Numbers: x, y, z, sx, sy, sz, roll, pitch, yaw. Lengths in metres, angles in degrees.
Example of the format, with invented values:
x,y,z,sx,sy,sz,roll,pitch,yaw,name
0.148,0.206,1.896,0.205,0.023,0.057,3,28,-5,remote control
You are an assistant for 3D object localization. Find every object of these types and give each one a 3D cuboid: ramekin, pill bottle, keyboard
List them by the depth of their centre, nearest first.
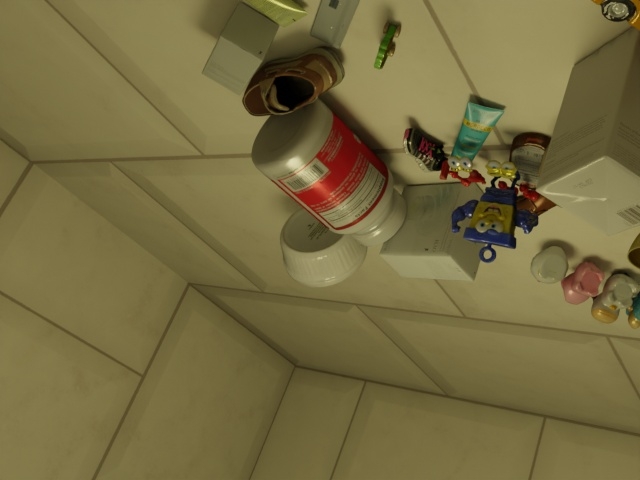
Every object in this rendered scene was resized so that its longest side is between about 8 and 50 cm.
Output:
x,y,z,sx,sy,sz,roll,pitch,yaw,name
0.037,-0.473,1.461,0.072,0.014,0.256,29,157,-2,keyboard
0.038,-0.161,1.859,0.229,0.229,0.408,-3,146,46,pill bottle
0.000,0.000,2.223,0.273,0.272,0.127,10,142,28,ramekin

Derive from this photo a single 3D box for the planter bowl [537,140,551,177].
x,y,z,sx,sy,sz,roll,pitch,yaw,name
0.537,-0.178,1.492,0.162,0.162,0.109,14,128,20,planter bowl

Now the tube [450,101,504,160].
x,y,z,sx,sy,sz,roll,pitch,yaw,name
0.345,-0.241,1.645,0.080,0.052,0.207,11,152,0,tube

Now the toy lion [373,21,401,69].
x,y,z,sx,sy,sz,roll,pitch,yaw,name
0.128,-0.381,1.465,0.034,0.096,0.100,21,158,4,toy lion

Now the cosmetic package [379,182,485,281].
x,y,z,sx,sy,sz,roll,pitch,yaw,name
0.308,-0.023,1.920,0.225,0.224,0.138,-1,148,43,cosmetic package

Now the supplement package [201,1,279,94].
x,y,z,sx,sy,sz,roll,pitch,yaw,name
-0.182,-0.427,1.635,0.105,0.105,0.179,29,157,-14,supplement package

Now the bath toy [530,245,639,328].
x,y,z,sx,sy,sz,roll,pitch,yaw,name
0.729,0.122,1.995,0.348,0.151,0.129,24,-168,-3,bath toy

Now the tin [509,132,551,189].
x,y,z,sx,sy,sz,roll,pitch,yaw,name
0.483,-0.177,1.667,0.106,0.040,0.189,19,157,20,tin

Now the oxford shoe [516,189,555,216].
x,y,z,sx,sy,sz,roll,pitch,yaw,name
0.529,-0.080,1.788,0.076,0.076,0.212,30,154,-13,oxford shoe

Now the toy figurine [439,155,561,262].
x,y,z,sx,sy,sz,roll,pitch,yaw,name
0.429,-0.043,1.641,0.363,0.217,0.191,12,170,28,toy figurine

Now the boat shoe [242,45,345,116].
x,y,z,sx,sy,sz,roll,pitch,yaw,name
-0.088,-0.349,1.675,0.324,0.116,0.123,-14,120,51,boat shoe

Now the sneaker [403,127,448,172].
x,y,z,sx,sy,sz,roll,pitch,yaw,name
0.258,-0.217,1.752,0.075,0.063,0.170,5,156,37,sneaker

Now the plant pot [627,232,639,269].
x,y,z,sx,sy,sz,roll,pitch,yaw,name
0.799,0.008,1.706,0.134,0.095,0.134,20,157,9,plant pot

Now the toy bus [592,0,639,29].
x,y,z,sx,sy,sz,roll,pitch,yaw,name
0.535,-0.376,1.093,0.333,0.108,0.130,26,155,-8,toy bus

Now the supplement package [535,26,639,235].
x,y,z,sx,sy,sz,roll,pitch,yaw,name
0.529,-0.189,1.265,0.175,0.292,0.177,29,157,-13,supplement package

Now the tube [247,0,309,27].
x,y,z,sx,sy,sz,roll,pitch,yaw,name
-0.140,-0.515,1.478,0.240,0.062,0.070,30,-160,-30,tube
